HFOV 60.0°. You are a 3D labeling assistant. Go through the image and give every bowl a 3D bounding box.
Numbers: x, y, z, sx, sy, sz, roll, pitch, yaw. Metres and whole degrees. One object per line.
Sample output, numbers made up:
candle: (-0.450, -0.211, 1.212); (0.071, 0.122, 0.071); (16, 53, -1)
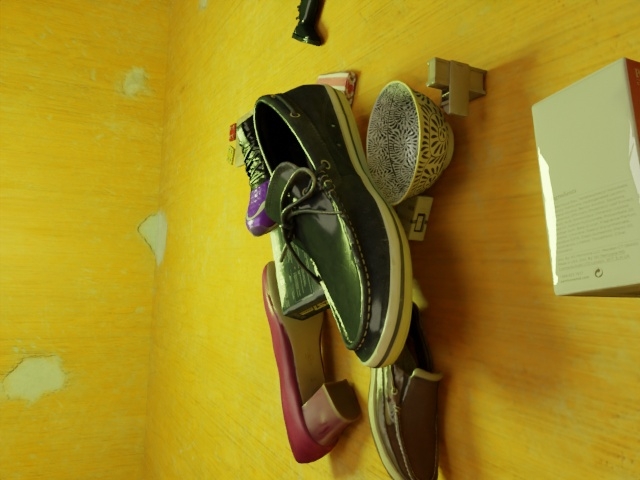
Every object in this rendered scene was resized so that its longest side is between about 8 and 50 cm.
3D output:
bowl: (0.132, -0.133, 0.770); (0.170, 0.080, 0.170); (178, 90, -72)

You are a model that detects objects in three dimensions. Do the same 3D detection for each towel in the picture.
towel: (0.014, -0.232, 1.093); (0.144, 0.029, 0.196); (30, 110, 60)

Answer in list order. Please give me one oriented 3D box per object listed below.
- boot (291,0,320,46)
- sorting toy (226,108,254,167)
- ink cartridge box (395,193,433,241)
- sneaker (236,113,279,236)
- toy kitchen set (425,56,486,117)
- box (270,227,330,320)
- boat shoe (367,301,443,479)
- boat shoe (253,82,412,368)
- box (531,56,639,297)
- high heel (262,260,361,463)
boot: (-0.022, -0.471, 1.178); (0.121, 0.045, 0.099); (50, 128, 55)
sorting toy: (-0.185, -0.264, 1.465); (0.275, 0.046, 0.132); (-4, 83, 63)
ink cartridge box: (0.134, -0.030, 0.822); (0.048, 0.028, 0.083); (37, 119, 59)
sneaker: (-0.100, -0.144, 0.992); (0.102, 0.146, 0.293); (-21, 40, 39)
toy kitchen set: (0.161, -0.187, 0.727); (0.075, 0.083, 0.068); (-8, 78, 63)
box: (0.000, 0.000, 0.977); (0.183, 0.059, 0.232); (-31, 56, 29)
boat shoe: (0.119, 0.200, 0.753); (0.095, 0.095, 0.257); (-43, 49, 46)
boat shoe: (0.000, -0.043, 0.809); (0.186, 0.156, 0.499); (114, 147, -49)
box: (0.262, -0.042, 0.457); (0.091, 0.130, 0.170); (-24, 66, 61)
high heel: (-0.063, 0.222, 1.057); (0.181, 0.127, 0.377); (-52, 45, 32)
